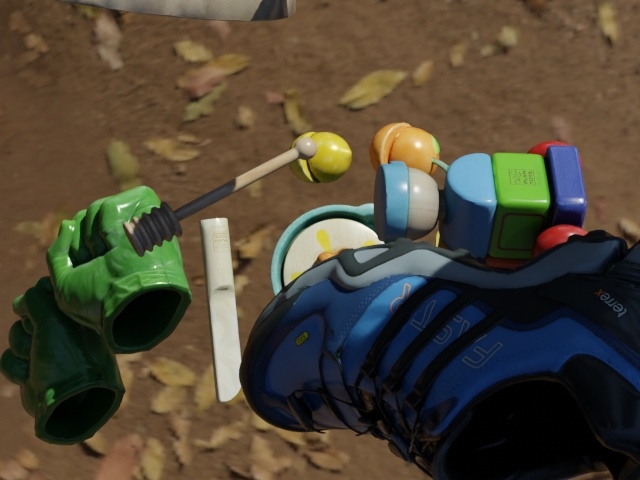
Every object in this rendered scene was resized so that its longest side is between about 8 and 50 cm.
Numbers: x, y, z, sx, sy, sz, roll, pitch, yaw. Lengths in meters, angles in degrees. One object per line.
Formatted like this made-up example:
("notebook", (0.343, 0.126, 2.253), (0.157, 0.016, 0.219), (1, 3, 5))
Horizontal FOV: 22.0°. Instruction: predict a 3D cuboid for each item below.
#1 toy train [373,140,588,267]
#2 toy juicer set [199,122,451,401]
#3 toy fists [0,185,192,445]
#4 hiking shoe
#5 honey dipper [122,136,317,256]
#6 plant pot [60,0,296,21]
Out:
("toy train", (0.102, 0.041, 1.156), (0.143, 0.248, 0.105), (3, 44, -2))
("toy juicer set", (0.000, 0.000, 1.636), (0.329, 0.089, 0.209), (-26, 87, -2))
("toy fists", (-0.224, 0.066, 1.573), (0.096, 0.279, 0.142), (8, 44, -33))
("hiking shoe", (0.062, 0.073, 0.874), (0.113, 0.304, 0.132), (55, 44, -26))
("honey dipper", (-0.073, -0.036, 1.250), (0.160, 0.030, 0.030), (-28, 100, -12))
("plant pot", (-0.123, -0.315, 1.173), (0.256, 0.256, 0.274), (2, 107, -24))
